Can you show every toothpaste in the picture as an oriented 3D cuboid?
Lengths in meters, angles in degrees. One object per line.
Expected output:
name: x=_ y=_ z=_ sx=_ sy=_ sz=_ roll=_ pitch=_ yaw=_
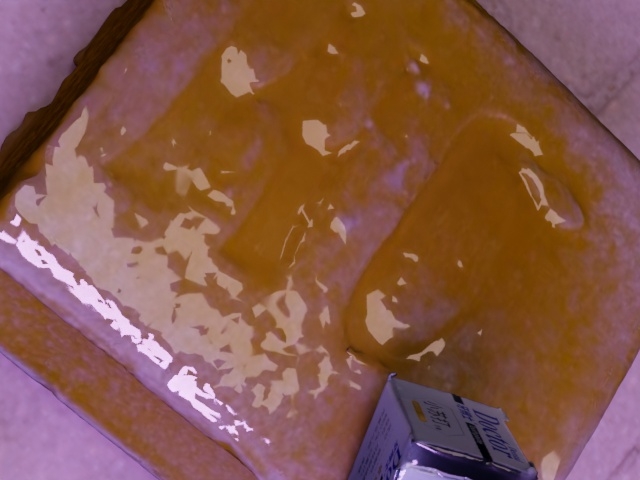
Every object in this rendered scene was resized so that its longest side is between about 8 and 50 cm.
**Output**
toothpaste: x=0.008 y=0.221 z=0.801 sx=0.071 sy=0.089 sz=0.313 roll=18 pitch=103 yaw=-10

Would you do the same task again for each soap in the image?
soap: x=0.000 y=0.000 z=0.916 sx=0.335 sy=0.156 sz=0.293 roll=43 pitch=61 yaw=-14
